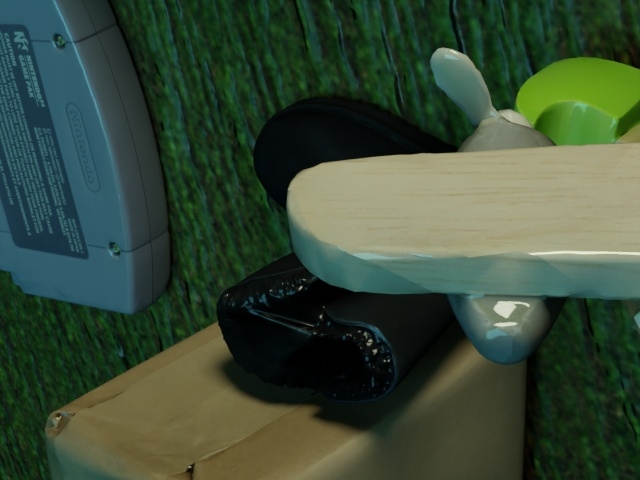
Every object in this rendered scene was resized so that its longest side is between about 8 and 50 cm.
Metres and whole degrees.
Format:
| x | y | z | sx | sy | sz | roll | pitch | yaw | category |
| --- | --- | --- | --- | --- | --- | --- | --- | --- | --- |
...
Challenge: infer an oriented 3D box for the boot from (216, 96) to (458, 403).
| x | y | z | sx | sy | sz | roll | pitch | yaw | category |
| --- | --- | --- | --- | --- | --- | --- | --- | --- | --- |
| 0.000 | 0.000 | 1.016 | 0.246 | 0.207 | 0.094 | 23 | 128 | 33 | boot |

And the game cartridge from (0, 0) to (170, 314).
| x | y | z | sx | sy | sz | roll | pitch | yaw | category |
| --- | --- | --- | --- | --- | --- | --- | --- | --- | --- |
| -0.218 | -0.087 | 1.287 | 0.198 | 0.062 | 0.297 | 6 | 118 | 36 | game cartridge |

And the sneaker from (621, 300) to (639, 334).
| x | y | z | sx | sy | sz | roll | pitch | yaw | category |
| --- | --- | --- | --- | --- | --- | --- | --- | --- | --- |
| 0.256 | 0.068 | 0.922 | 0.086 | 0.064 | 0.192 | -22 | 106 | 51 | sneaker |

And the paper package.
| x | y | z | sx | sy | sz | roll | pitch | yaw | category |
| --- | --- | --- | --- | --- | --- | --- | --- | --- | --- |
| -0.008 | 0.210 | 1.076 | 0.168 | 0.309 | 0.324 | 23 | 128 | 38 | paper package |

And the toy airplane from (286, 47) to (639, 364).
| x | y | z | sx | sy | sz | roll | pitch | yaw | category |
| --- | --- | --- | --- | --- | --- | --- | --- | --- | --- |
| 0.240 | -0.021 | 0.669 | 0.386 | 0.384 | 0.272 | 39 | 162 | 24 | toy airplane |

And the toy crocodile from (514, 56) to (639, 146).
| x | y | z | sx | sy | sz | roll | pitch | yaw | category |
| --- | --- | --- | --- | --- | --- | --- | --- | --- | --- |
| 0.254 | 0.003 | 0.853 | 0.340 | 0.105 | 0.115 | 38 | 135 | 19 | toy crocodile |
